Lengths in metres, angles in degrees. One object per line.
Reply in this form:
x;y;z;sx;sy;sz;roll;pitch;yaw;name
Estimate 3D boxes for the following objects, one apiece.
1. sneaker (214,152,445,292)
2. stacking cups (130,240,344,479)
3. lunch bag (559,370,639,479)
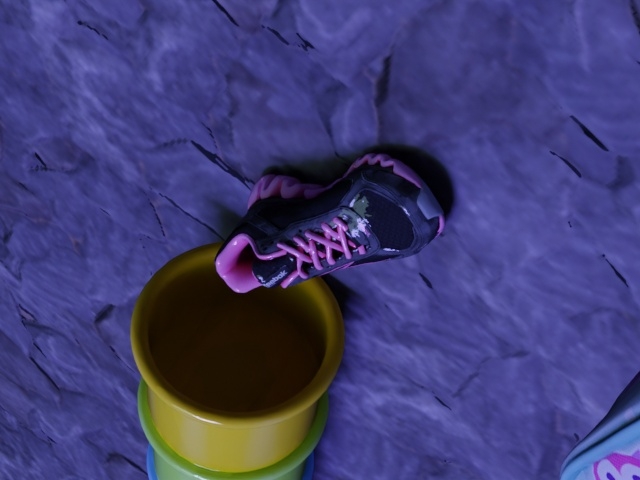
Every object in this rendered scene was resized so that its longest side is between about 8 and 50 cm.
0.000;0.000;0.664;0.119;0.057;0.047;-10;119;52;sneaker
-0.051;0.120;0.846;0.096;0.096;0.316;34;151;14;stacking cups
0.217;0.102;0.493;0.279;0.108;0.224;43;152;2;lunch bag
